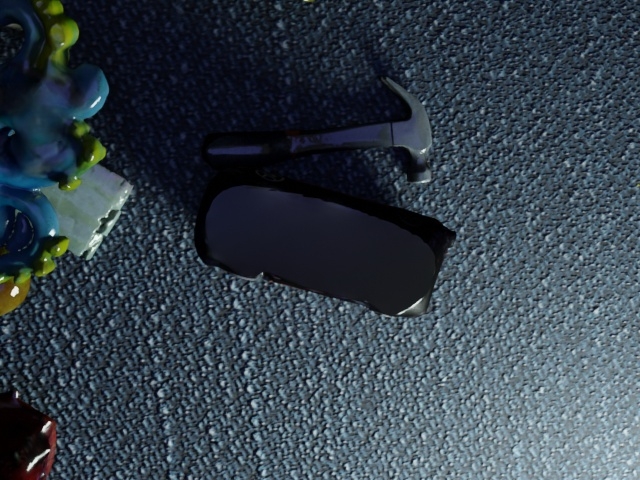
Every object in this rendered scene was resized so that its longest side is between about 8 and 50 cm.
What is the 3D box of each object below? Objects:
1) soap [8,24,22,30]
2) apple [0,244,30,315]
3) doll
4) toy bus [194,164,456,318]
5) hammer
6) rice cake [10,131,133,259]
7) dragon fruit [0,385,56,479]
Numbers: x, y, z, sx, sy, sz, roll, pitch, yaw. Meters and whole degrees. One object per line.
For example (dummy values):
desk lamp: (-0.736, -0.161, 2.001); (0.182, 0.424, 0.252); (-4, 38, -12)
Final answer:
soap: (-0.364, -0.356, 0.960); (0.182, 0.138, 0.199); (31, 91, -11)
apple: (-0.387, 0.045, 1.042); (0.090, 0.074, 0.089); (-1, 95, -10)
doll: (-0.374, -0.117, 0.948); (0.341, 0.099, 0.346); (-16, 105, 13)
toy bus: (0.000, 0.000, 1.069); (0.303, 0.147, 0.127); (15, 95, -10)
hammer: (-0.004, -0.129, 1.107); (0.290, 0.037, 0.137); (-6, 99, -10)
rice cake: (-0.335, -0.078, 1.054); (0.211, 0.038, 0.124); (30, 91, -13)
dragon fruit: (-0.489, 0.304, 1.031); (0.329, 0.228, 0.286); (17, 60, 6)
